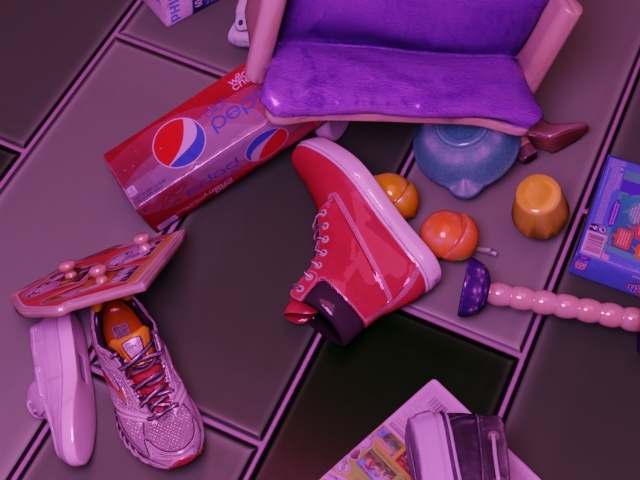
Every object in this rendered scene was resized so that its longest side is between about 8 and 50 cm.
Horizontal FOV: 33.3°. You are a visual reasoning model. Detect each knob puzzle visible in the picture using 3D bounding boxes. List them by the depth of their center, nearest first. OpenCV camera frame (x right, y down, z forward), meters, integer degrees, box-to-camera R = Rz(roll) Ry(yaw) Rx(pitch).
[{"bbox_3d":[-0.260,0.034,1.188,0.213,0.030,0.213,-18,17,5],"label":"knob puzzle"}]

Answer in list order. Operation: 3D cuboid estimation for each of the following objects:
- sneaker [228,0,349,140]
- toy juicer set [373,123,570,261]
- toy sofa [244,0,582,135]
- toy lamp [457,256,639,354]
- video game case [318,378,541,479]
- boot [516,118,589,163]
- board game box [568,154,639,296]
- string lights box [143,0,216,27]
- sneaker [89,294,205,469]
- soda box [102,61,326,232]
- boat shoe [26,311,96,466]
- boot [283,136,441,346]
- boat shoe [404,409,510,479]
[{"bbox_3d":[-0.041,-0.238,1.405,0.151,0.094,0.256,-10,71,18],"label":"sneaker"},{"bbox_3d":[0.147,-0.112,1.333,0.209,0.089,0.329,-28,65,3],"label":"toy juicer set"},{"bbox_3d":[0.101,-0.238,1.212,0.362,0.150,0.177,1,55,-15],"label":"toy sofa"},{"bbox_3d":[0.297,0.079,1.217,0.274,0.080,0.080,12,59,8],"label":"toy lamp"},{"bbox_3d":[0.126,0.286,1.114,0.206,0.026,0.227,-38,68,-22],"label":"video game case"},{"bbox_3d":[0.272,-0.149,1.375,0.118,0.042,0.087,-24,60,-16],"label":"boot"},{"bbox_3d":[0.422,0.000,1.284,0.210,0.047,0.160,20,60,11],"label":"board game box"},{"bbox_3d":[-0.127,-0.414,1.471,0.259,0.133,0.077,-32,66,-20],"label":"string lights box"},{"bbox_3d":[-0.197,0.145,1.151,0.088,0.093,0.225,-26,63,-16],"label":"sneaker"},{"bbox_3d":[-0.120,-0.125,1.283,0.263,0.083,0.092,-33,67,-2],"label":"soda box"},{"bbox_3d":[-0.286,0.161,1.158,0.063,0.066,0.184,-17,62,4],"label":"boat shoe"},{"bbox_3d":[0.000,0.000,1.252,0.176,0.088,0.244,-32,68,-17],"label":"boot"},{"bbox_3d":[0.164,0.307,1.015,0.119,0.121,0.335,-8,58,-2],"label":"boat shoe"}]
